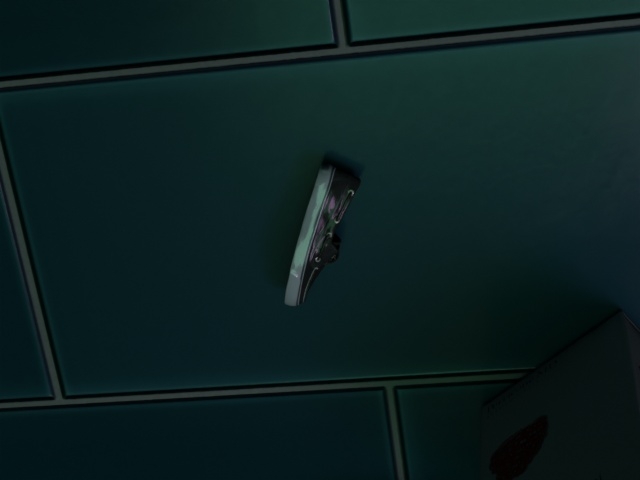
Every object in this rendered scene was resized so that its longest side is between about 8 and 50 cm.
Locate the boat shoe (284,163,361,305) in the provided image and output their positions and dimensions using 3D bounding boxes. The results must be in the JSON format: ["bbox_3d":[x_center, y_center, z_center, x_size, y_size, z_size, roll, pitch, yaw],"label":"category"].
[{"bbox_3d":[0.000,0.000,1.276,0.040,0.049,0.142,16,113,0],"label":"boat shoe"}]

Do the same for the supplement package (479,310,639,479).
[{"bbox_3d":[0.253,0.230,1.209,0.177,0.293,0.175,-39,104,21],"label":"supplement package"}]
